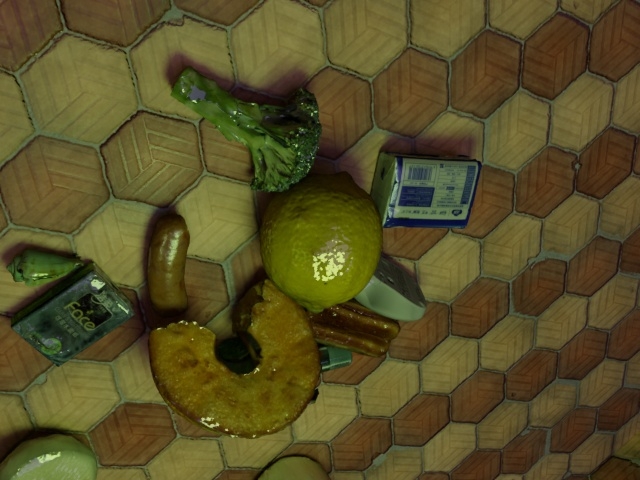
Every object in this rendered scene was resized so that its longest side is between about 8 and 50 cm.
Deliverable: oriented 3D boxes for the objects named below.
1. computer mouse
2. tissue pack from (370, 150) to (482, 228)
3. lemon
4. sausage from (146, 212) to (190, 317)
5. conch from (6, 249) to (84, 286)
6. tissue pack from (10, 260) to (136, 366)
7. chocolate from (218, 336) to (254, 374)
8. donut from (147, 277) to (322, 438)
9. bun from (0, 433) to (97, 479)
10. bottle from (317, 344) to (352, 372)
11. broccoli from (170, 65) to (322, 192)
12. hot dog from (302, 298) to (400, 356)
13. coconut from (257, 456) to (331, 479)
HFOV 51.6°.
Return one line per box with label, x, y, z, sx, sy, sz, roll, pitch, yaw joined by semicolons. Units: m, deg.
computer mouse;0.169;0.136;1.870;0.297;0.184;0.121;31;115;-36
tissue pack;0.282;-0.141;1.808;0.270;0.137;0.209;-1;116;-20
lemon;0.000;-0.002;1.651;0.336;0.336;0.335;-10;119;-19
sausage;-0.376;0.060;1.639;0.109;0.109;0.270;-2;116;-23
conch;-0.630;0.064;1.524;0.170;0.105;0.079;-4;121;-27
tissue pack;-0.599;0.183;1.615;0.236;0.073;0.173;-34;125;-4
chocolate;-0.225;0.420;1.887;0.110;0.110;0.291;-14;122;-17
donut;-0.217;0.324;1.679;0.435;0.377;0.163;-15;164;-31
bun;-0.733;0.617;1.737;0.287;0.146;0.287;-21;134;-24
bottle;-0.049;0.358;1.942;0.286;0.082;0.082;-9;118;-20
broccoli;-0.154;-0.287;1.522;0.252;0.221;0.361;-26;125;27
hot dog;0.068;0.231;1.906;0.349;0.117;0.158;19;105;-27
coconut;-0.058;0.868;2.060;0.298;0.309;0.297;-10;119;-19
